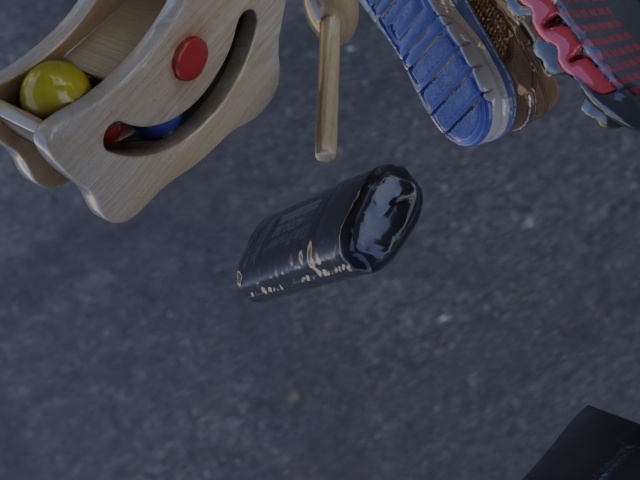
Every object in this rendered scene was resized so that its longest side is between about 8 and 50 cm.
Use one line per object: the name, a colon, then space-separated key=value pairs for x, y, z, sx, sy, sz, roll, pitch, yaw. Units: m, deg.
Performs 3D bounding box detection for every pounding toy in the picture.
pounding toy: x=-0.070 y=-0.122 z=1.074 sx=0.155 sy=0.269 sz=0.154 roll=26 pitch=143 yaw=33

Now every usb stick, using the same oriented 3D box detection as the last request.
usb stick: x=0.000 y=0.000 z=1.216 sx=0.045 sy=0.077 sz=0.278 roll=29 pitch=166 yaw=-13

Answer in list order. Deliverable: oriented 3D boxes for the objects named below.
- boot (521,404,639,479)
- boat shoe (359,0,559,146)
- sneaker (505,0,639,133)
boot: x=0.036 y=0.310 z=0.865 sx=0.146 sy=0.445 sz=0.367 roll=31 pitch=120 yaw=17
boat shoe: x=0.062 y=-0.134 z=0.899 sx=0.066 sy=0.066 sz=0.183 roll=-39 pitch=71 yaw=55
sneaker: x=0.131 y=-0.176 z=0.749 sx=0.135 sy=0.098 sz=0.276 roll=-17 pitch=94 yaw=49
